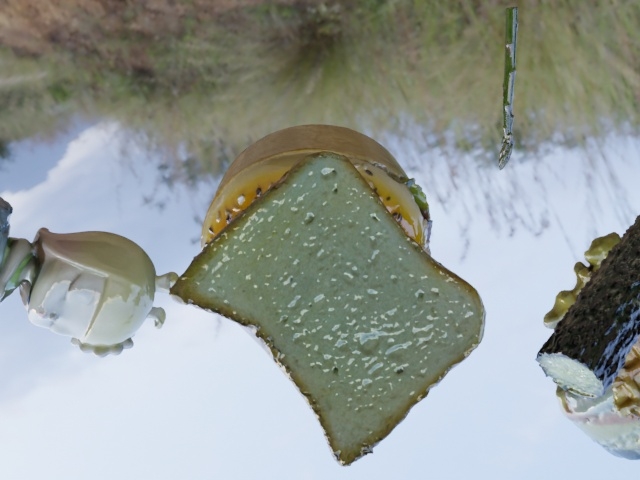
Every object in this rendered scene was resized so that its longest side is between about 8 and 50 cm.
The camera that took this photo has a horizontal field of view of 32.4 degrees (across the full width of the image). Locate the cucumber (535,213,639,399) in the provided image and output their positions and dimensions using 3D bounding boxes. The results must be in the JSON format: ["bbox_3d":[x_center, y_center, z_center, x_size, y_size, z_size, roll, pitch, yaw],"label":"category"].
[{"bbox_3d":[0.402,0.042,1.395,0.359,0.096,0.096,-49,-156,-26],"label":"cucumber"}]

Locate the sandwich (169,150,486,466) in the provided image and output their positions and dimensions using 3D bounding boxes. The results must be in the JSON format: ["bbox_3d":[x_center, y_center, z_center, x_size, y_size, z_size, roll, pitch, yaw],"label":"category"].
[{"bbox_3d":[0.012,0.052,0.898,0.186,0.215,0.065,-42,179,2],"label":"sandwich"}]

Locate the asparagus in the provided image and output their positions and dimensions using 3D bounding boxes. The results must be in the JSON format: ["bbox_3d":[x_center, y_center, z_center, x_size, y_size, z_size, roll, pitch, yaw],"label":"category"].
[{"bbox_3d":[0.185,-0.146,1.079,0.016,0.163,0.016,-6,-160,-11],"label":"asparagus"}]

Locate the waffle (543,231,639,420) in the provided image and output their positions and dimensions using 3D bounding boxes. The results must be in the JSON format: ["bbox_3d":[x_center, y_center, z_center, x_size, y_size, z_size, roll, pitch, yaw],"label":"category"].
[{"bbox_3d":[0.488,0.126,1.619,0.282,0.300,0.058,-61,-175,7],"label":"waffle"}]

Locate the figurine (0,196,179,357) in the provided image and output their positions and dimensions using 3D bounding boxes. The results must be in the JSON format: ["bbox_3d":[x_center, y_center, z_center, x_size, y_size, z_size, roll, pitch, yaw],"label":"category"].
[{"bbox_3d":[-0.328,0.002,1.068,0.275,0.394,0.227,-95,-153,-43],"label":"figurine"}]

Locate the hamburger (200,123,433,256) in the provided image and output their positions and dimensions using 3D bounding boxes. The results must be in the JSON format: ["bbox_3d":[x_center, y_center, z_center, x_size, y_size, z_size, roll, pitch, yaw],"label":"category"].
[{"bbox_3d":[0.000,0.000,1.360,0.300,0.300,0.176,-24,-142,14],"label":"hamburger"}]

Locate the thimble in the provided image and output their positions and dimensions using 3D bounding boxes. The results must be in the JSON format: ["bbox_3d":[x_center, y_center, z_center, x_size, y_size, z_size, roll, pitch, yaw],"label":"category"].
[{"bbox_3d":[0.527,0.215,1.798,0.288,0.167,0.254,-43,-173,36],"label":"thimble"}]
